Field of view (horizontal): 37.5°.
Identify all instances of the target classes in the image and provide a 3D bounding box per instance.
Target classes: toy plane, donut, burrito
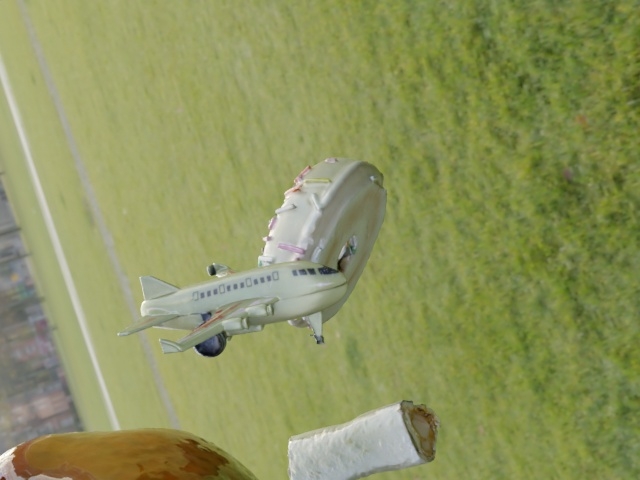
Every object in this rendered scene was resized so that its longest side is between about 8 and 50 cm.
[{"bbox_3d":[-0.095,0.072,1.087,0.242,0.256,0.104,-67,-23,-71],"label":"toy plane"},{"bbox_3d":[0.000,0.000,1.923,0.143,0.382,0.382,24,142,18],"label":"donut"},{"bbox_3d":[0.055,0.342,1.533,0.299,0.143,0.105,-27,71,35],"label":"burrito"}]

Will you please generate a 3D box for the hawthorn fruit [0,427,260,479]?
[{"bbox_3d":[-0.222,0.443,1.095,0.472,0.472,0.471,161,90,-73],"label":"hawthorn fruit"}]
